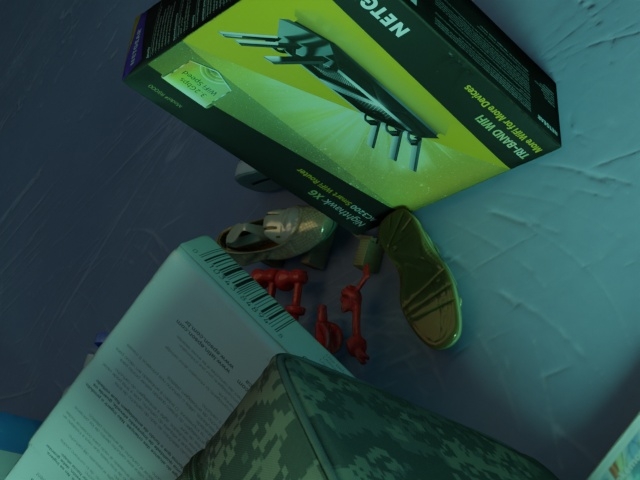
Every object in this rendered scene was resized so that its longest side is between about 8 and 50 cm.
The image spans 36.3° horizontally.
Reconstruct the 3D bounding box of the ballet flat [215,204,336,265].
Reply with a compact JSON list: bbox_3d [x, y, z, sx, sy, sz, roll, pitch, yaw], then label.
[{"bbox_3d":[-0.055,-0.006,1.069,0.168,0.052,0.057,-21,53,45],"label":"ballet flat"}]

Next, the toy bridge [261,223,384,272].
[{"bbox_3d":[0.000,0.000,1.065,0.188,0.026,0.063,2,70,52],"label":"toy bridge"}]

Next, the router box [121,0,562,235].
[{"bbox_3d":[0.025,-0.138,0.855,0.243,0.309,0.081,-24,49,37],"label":"router box"}]

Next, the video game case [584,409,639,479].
[{"bbox_3d":[0.246,0.266,0.598,0.329,0.036,0.300,-57,37,12],"label":"video game case"}]

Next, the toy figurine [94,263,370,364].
[{"bbox_3d":[-0.141,0.102,1.008,0.362,0.217,0.191,-6,72,52],"label":"toy figurine"}]

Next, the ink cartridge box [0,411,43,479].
[{"bbox_3d":[-0.497,0.389,1.323,0.198,0.197,0.270,-38,45,33],"label":"ink cartridge box"}]

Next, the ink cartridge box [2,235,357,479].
[{"bbox_3d":[-0.087,0.221,0.851,0.324,0.071,0.330,44,115,9],"label":"ink cartridge box"}]

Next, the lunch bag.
[{"bbox_3d":[0.024,0.246,0.600,0.256,0.305,0.212,-55,37,12],"label":"lunch bag"}]

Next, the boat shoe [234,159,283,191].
[{"bbox_3d":[-0.027,-0.109,1.111,0.226,0.083,0.076,-5,68,51],"label":"boat shoe"}]

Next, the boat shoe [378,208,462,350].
[{"bbox_3d":[0.099,0.039,0.912,0.056,0.048,0.153,-37,50,16],"label":"boat shoe"}]

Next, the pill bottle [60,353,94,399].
[{"bbox_3d":[-0.284,0.240,1.220,0.103,0.103,0.184,1,72,52],"label":"pill bottle"}]
